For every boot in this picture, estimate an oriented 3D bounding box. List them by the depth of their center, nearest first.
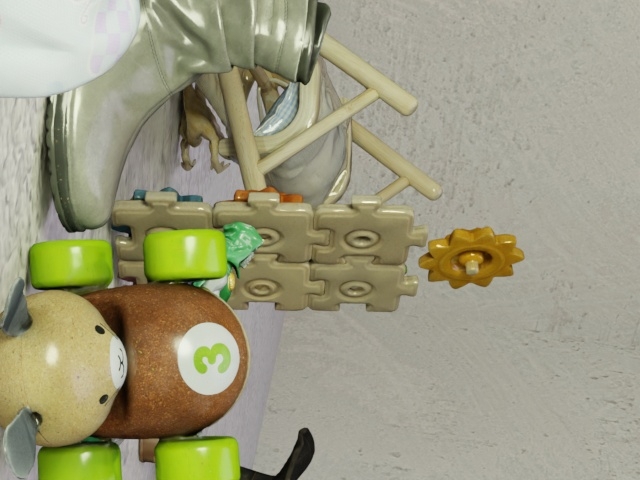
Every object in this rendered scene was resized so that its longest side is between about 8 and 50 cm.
[{"bbox_3d":[-0.080,-0.118,0.926,0.083,0.161,0.247,86,12,-77],"label":"boot"}]

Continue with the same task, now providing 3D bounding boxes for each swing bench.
[{"bbox_3d":[-0.029,-0.135,1.341,0.255,0.165,0.253,57,1,19],"label":"swing bench"}]

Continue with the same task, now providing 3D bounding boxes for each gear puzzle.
[{"bbox_3d":[0.000,0.000,1.191,0.175,0.339,0.044,94,-4,-58],"label":"gear puzzle"}]

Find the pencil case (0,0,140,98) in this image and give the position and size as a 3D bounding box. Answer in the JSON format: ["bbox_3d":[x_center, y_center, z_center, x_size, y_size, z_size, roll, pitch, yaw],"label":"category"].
[{"bbox_3d":[-0.113,-0.181,0.474,0.124,0.113,0.273,-93,-172,-52],"label":"pencil case"}]

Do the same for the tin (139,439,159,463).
[{"bbox_3d":[-0.159,0.147,1.555,0.106,0.040,0.190,105,-5,-70],"label":"tin"}]

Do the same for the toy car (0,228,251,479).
[{"bbox_3d":[-0.132,0.071,0.821,0.188,0.149,0.155,13,73,-76],"label":"toy car"}]

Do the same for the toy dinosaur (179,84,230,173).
[{"bbox_3d":[-0.126,-0.113,1.456,0.183,0.053,0.093,-87,167,-56],"label":"toy dinosaur"}]

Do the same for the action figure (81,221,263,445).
[{"bbox_3d":[-0.116,0.086,1.109,0.232,0.063,0.137,-58,-172,-4],"label":"action figure"}]

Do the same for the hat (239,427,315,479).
[{"bbox_3d":[-0.132,0.354,1.757,0.331,0.134,0.331,-62,173,-14],"label":"hat"}]
